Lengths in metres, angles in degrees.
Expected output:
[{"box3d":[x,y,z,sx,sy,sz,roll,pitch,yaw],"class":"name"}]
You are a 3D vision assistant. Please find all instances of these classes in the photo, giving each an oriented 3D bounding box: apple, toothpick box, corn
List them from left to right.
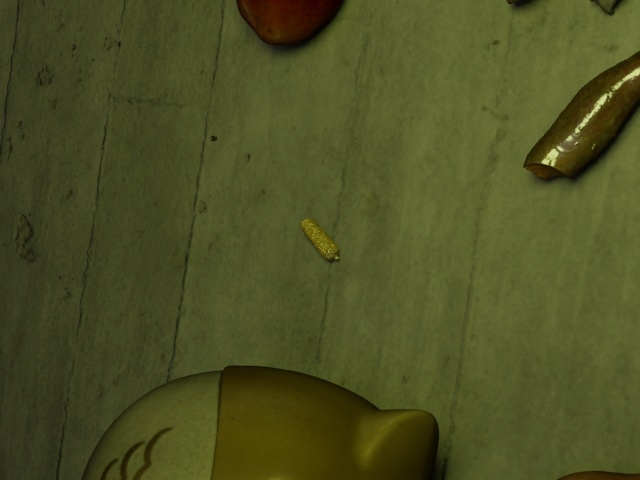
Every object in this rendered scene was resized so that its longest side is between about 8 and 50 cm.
[{"box3d":[-0.065,0.372,1.108,0.425,0.409,0.409,-2,87,31],"class":"toothpick box"},{"box3d":[-0.044,-0.372,1.260,0.147,0.156,0.158,39,135,25],"class":"apple"},{"box3d":[0.000,0.000,1.289,0.027,0.028,0.083,-45,68,12],"class":"corn"}]

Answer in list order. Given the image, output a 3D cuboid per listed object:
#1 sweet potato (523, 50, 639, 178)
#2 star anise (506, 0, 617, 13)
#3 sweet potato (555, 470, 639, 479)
[{"box3d":[0.360,-0.166,1.068,0.244,0.077,0.077,-46,68,14],"class":"sweet potato"},{"box3d":[0.312,-0.410,1.058,0.198,0.111,0.258,-4,109,7],"class":"star anise"},{"box3d":[0.340,0.336,1.040,0.359,0.112,0.112,-15,81,11],"class":"sweet potato"}]
